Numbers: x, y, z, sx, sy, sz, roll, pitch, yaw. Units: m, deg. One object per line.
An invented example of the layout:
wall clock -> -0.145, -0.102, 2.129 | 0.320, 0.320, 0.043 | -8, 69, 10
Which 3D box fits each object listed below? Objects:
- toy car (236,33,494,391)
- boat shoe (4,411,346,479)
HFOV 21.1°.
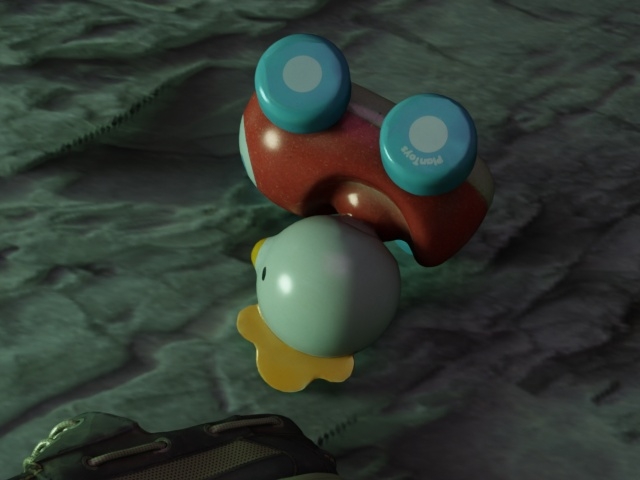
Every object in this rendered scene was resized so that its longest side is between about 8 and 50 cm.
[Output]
toy car -> 0.000, 0.000, 1.351 | 0.210, 0.219, 0.238 | 27, 77, 10
boat shoe -> -0.148, 0.194, 1.171 | 0.355, 0.132, 0.130 | -3, 40, -27
